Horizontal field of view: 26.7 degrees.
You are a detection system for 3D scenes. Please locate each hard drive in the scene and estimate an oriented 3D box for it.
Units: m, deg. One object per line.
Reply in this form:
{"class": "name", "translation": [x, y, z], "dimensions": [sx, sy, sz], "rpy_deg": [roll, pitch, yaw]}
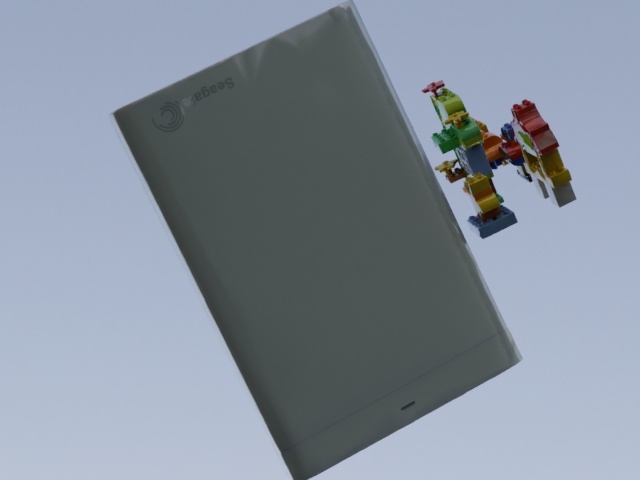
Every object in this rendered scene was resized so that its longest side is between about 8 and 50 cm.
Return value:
{"class": "hard drive", "translation": [0.000, 0.000, 1.020], "dimensions": [0.203, 0.040, 0.308], "rpy_deg": [-27, -84, -12]}

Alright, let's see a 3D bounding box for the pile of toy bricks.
{"class": "pile of toy bricks", "translation": [0.116, -0.081, 1.099], "dimensions": [0.118, 0.212, 0.105], "rpy_deg": [-25, -73, -4]}
